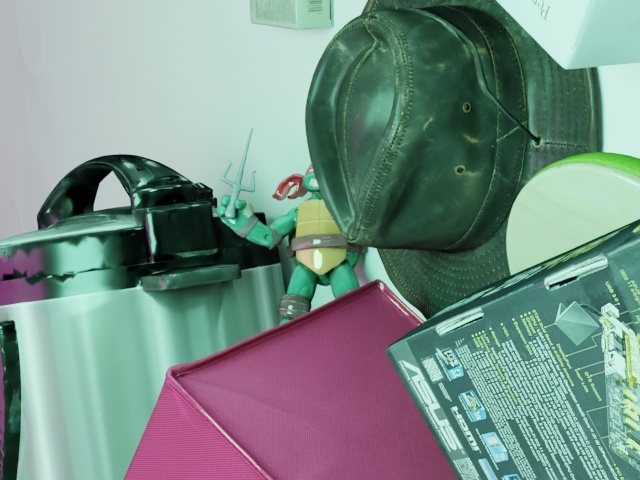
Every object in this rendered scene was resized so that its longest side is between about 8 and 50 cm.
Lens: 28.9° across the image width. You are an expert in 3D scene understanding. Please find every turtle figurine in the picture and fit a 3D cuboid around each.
[{"bbox_3d":[0.000,0.000,1.200,0.175,0.118,0.234,-10,76,24],"label":"turtle figurine"}]

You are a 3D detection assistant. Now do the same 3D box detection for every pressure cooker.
[{"bbox_3d":[-0.212,0.116,1.377,0.375,0.369,0.420,-11,-86,-74],"label":"pressure cooker"}]

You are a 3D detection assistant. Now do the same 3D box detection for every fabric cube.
[{"bbox_3d":[0.008,0.229,0.953,0.259,0.254,0.258,42,128,24],"label":"fabric cube"}]

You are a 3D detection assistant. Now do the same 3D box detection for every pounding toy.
[{"bbox_3d":[0.232,0.035,0.771,0.237,0.110,0.183,61,151,-5],"label":"pounding toy"}]

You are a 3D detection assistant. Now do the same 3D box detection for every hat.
[{"bbox_3d":[0.070,-0.080,0.974,0.331,0.134,0.331,16,110,51],"label":"hat"}]

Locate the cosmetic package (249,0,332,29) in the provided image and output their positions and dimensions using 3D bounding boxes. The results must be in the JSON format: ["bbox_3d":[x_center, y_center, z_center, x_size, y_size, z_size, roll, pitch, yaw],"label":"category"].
[{"bbox_3d":[-0.031,-0.247,1.262,0.115,0.041,0.060,27,122,59],"label":"cosmetic package"}]

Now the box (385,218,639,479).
[{"bbox_3d":[0.227,0.182,0.691,0.395,0.097,0.318,61,153,3],"label":"box"}]

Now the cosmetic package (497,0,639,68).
[{"bbox_3d":[0.140,-0.336,0.828,0.377,0.097,0.284,57,143,40],"label":"cosmetic package"}]
